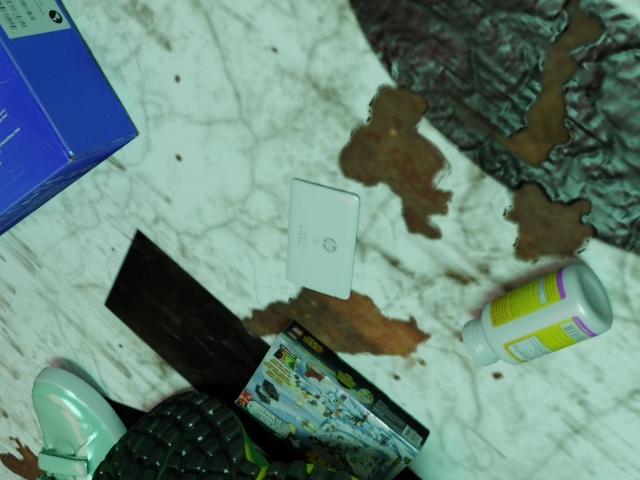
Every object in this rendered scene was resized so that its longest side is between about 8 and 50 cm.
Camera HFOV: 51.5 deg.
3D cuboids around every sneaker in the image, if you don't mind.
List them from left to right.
[{"bbox_3d":[-0.263,0.265,0.665,0.094,0.151,0.256,-4,109,33],"label":"sneaker"},{"bbox_3d":[-0.062,0.237,0.536,0.343,0.134,0.146,14,141,41],"label":"sneaker"}]

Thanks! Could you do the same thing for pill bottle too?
[{"bbox_3d":[0.129,0.049,0.403,0.083,0.043,0.043,-32,94,37],"label":"pill bottle"}]

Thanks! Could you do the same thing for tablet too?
[{"bbox_3d":[0.000,0.000,0.478,0.054,0.006,0.083,17,120,22],"label":"tablet"}]

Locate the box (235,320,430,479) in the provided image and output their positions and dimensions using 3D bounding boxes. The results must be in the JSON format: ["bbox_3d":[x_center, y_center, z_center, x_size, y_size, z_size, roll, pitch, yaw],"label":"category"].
[{"bbox_3d":[0.006,0.140,0.527,0.137,0.027,0.094,39,125,9],"label":"box"}]

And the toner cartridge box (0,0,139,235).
[{"bbox_3d":[-0.325,-0.083,0.584,0.348,0.075,0.165,-23,99,35],"label":"toner cartridge box"}]
